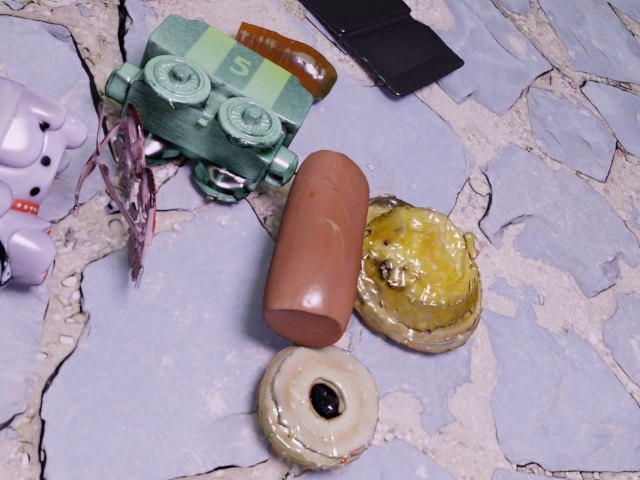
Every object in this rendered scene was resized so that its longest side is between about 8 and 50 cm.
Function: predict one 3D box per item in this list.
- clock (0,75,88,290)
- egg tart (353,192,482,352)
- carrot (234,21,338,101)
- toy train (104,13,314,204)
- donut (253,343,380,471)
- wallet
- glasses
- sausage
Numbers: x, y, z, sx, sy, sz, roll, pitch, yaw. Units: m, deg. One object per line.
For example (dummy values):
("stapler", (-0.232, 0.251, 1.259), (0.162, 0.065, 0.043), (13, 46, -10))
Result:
("clock", (-0.394, -0.042, 0.806), (0.189, 0.189, 0.254), (14, 65, -19))
("egg tart", (0.157, 0.030, 1.079), (0.290, 0.107, 0.291), (14, 55, -20))
("carrot", (-0.062, -0.319, 1.206), (0.193, 0.087, 0.087), (31, 51, -8))
("toy train", (-0.157, -0.200, 1.030), (0.299, 0.167, 0.238), (29, 45, -9))
("donut", (-0.006, 0.217, 0.898), (0.174, 0.068, 0.175), (13, 57, -21))
("wallet", (0.127, -0.434, 1.407), (0.247, 0.041, 0.323), (-30, 74, -39))
("glasses", (-0.266, -0.058, 0.884), (0.095, 0.162, 0.255), (-5, 58, -16))
("sausage", (0.000, -0.001, 0.950), (0.121, 0.121, 0.304), (23, 48, -13))
